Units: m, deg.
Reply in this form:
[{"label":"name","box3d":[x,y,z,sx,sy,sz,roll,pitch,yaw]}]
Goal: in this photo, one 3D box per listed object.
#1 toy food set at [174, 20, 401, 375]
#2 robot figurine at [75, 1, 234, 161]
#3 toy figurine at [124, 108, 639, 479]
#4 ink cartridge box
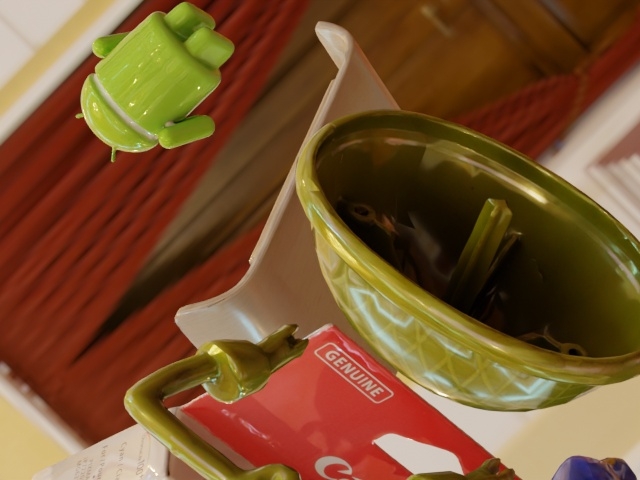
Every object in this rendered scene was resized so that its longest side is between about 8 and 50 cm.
[{"label":"toy food set","box3d":[0.000,0.000,1.445,0.092,0.306,0.219,1,144,34]},{"label":"robot figurine","box3d":[-0.114,-0.107,1.176,0.101,0.115,0.067,52,-167,21]},{"label":"toy figurine","box3d":[0.114,0.142,0.551,0.362,0.191,0.217,30,144,14]},{"label":"ink cartridge box","box3d":[-0.002,0.204,1.147,0.296,0.261,0.066,41,-145,-32]}]
